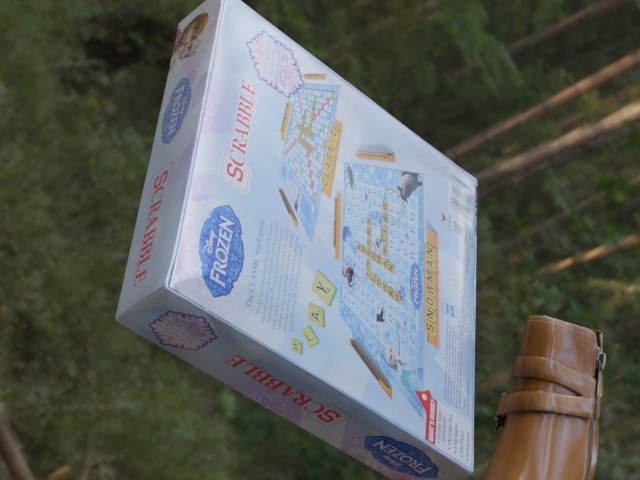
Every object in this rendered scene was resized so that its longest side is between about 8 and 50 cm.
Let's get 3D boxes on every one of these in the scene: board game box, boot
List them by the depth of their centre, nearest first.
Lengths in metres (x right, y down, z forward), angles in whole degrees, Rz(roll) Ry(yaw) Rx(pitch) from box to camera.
[{"bbox_3d":[0.000,0.000,1.149,0.318,0.066,0.318,35,42,-29],"label":"board game box"},{"bbox_3d":[0.184,0.175,1.199,0.283,0.109,0.220,9,92,-62],"label":"boot"}]
